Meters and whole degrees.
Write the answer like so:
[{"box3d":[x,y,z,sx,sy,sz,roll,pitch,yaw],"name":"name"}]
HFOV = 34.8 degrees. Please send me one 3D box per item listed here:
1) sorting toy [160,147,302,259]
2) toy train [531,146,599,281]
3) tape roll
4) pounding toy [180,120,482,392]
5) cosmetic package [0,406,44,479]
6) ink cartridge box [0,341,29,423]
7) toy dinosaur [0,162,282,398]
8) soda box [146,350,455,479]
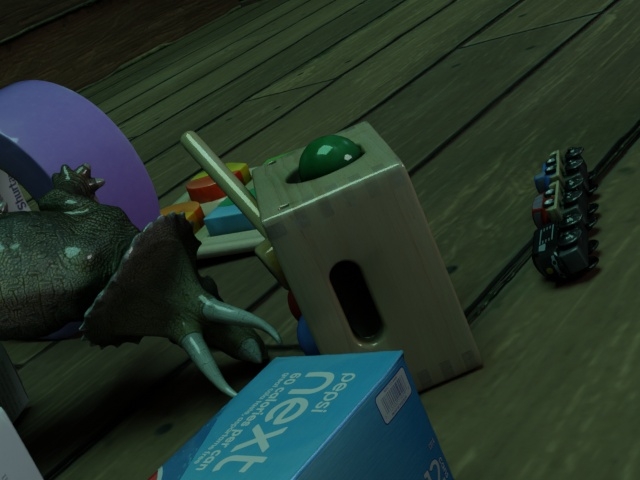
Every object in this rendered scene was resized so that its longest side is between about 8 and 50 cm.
[{"box3d":[-0.076,-0.035,0.895,0.208,0.038,0.193,-14,20,29],"name":"sorting toy"},{"box3d":[0.142,-0.018,0.598,0.036,0.027,0.158,-27,15,25],"name":"toy train"},{"box3d":[-0.221,-0.023,0.794,0.189,0.189,0.080,-8,24,39],"name":"tape roll"},{"box3d":[0.000,0.000,0.531,0.100,0.141,0.130,-24,18,1],"name":"pounding toy"},{"box3d":[-0.170,0.165,0.315,0.086,0.117,0.231,-12,19,33],"name":"cosmetic package"},{"box3d":[-0.371,0.189,0.568,0.324,0.071,0.330,-16,20,15],"name":"ink cartridge box"},{"box3d":[-0.188,0.021,0.594,0.314,0.121,0.160,-3,8,-9],"name":"toy dinosaur"},{"box3d":[-0.038,0.122,0.349,0.071,0.067,0.210,-7,23,41],"name":"soda box"}]
